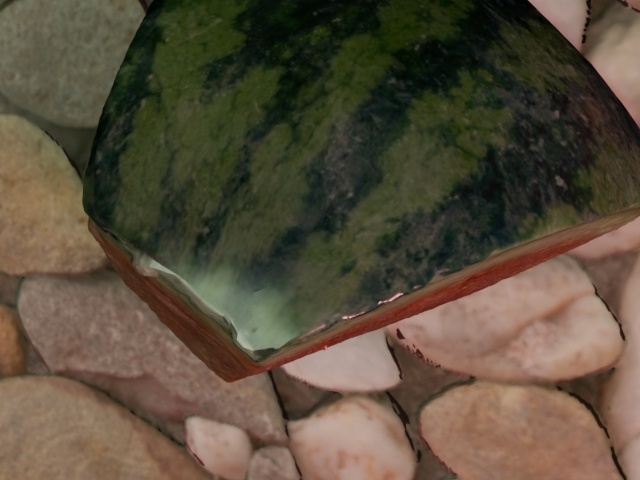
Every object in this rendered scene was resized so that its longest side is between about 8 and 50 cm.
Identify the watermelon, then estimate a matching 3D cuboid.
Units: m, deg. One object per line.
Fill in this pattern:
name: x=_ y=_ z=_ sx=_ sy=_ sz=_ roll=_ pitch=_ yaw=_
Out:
watermelon: x=0.030 y=-0.004 z=0.559 sx=0.250 sy=0.283 sz=0.292 roll=18 pitch=136 yaw=30
